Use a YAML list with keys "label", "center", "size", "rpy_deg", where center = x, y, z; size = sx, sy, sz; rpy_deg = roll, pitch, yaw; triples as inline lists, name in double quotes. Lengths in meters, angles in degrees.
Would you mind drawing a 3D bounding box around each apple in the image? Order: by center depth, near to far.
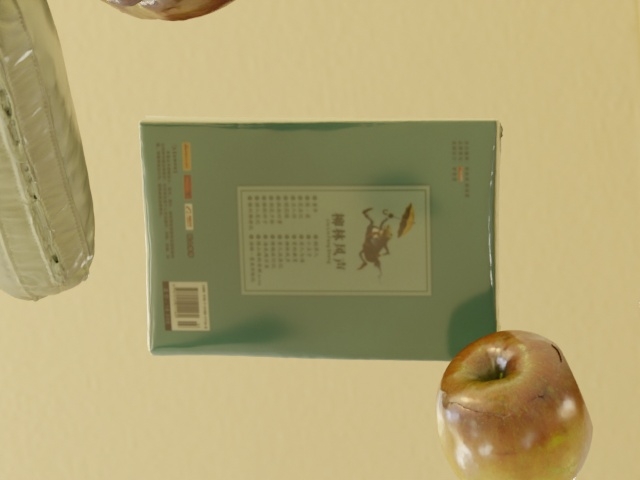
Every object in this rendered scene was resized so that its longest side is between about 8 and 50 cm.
- label: "apple"
  center: [0.188, 0.178, 1.501]
  size: [0.146, 0.147, 0.163]
  rpy_deg: [-27, 31, 3]

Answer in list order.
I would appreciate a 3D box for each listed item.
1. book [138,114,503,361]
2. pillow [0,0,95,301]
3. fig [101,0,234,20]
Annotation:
- label: "book"
  center: [0.000, 0.000, 1.605]
  size: [0.379, 0.264, 0.031]
  rpy_deg: [2, 14, 7]
- label: "pillow"
  center: [-0.227, -0.122, 0.892]
  size: [0.120, 0.255, 0.322]
  rpy_deg: [-29, -25, -14]
- label: "fig"
  center: [-0.129, -0.283, 1.197]
  size: [0.224, 0.263, 0.224]
  rpy_deg: [-25, -26, -13]
